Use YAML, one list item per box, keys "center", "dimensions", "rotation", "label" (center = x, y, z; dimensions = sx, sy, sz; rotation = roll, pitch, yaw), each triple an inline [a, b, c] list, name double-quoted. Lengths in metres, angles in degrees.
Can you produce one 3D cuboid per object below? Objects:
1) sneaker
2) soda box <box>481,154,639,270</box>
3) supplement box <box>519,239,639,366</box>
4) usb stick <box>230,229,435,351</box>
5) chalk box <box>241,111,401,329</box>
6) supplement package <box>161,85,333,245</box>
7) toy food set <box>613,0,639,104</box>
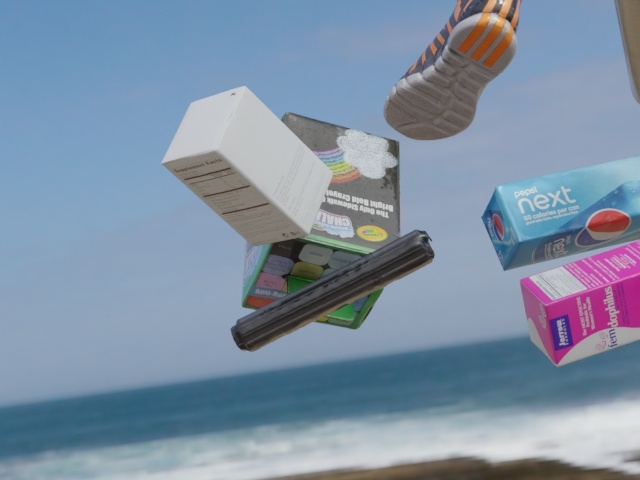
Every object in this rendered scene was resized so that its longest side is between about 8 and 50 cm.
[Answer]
- center: [0.213, -0.281, 2.174]
  dimensions: [0.124, 0.180, 0.321]
  rotation: [31, -36, -13]
  label: "sneaker"
- center: [0.283, -0.033, 1.554]
  dimensions: [0.210, 0.071, 0.067]
  rotation: [-13, -26, -15]
  label: "soda box"
- center: [0.429, 0.093, 2.232]
  dimensions: [0.220, 0.111, 0.114]
  rotation: [-18, 23, -7]
  label: "supplement box"
- center: [0.018, 0.064, 1.858]
  dimensions: [0.278, 0.045, 0.077]
  rotation: [-27, -9, 3]
  label: "usb stick"
- center: [0.000, 0.000, 2.033]
  dimensions: [0.180, 0.289, 0.179]
  rotation: [14, -41, -13]
  label: "chalk box"
- center: [-0.089, -0.090, 1.838]
  dimensions: [0.105, 0.105, 0.179]
  rotation: [-11, -44, 44]
  label: "supplement package"
- center: [0.407, -0.219, 1.317]
  dimensions: [0.306, 0.092, 0.219]
  rotation: [5, -42, 27]
  label: "toy food set"
